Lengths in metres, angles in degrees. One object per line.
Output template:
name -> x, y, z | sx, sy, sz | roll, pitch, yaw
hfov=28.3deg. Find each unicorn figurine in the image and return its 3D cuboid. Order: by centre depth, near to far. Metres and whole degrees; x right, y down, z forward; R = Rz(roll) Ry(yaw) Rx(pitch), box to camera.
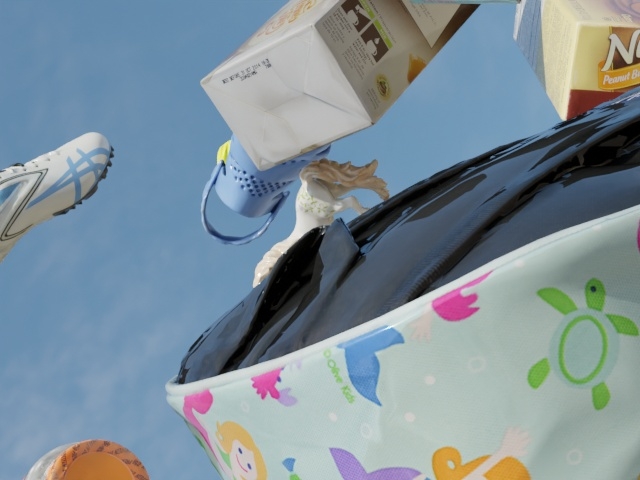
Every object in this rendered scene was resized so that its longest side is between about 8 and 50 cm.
unicorn figurine -> 0.000, 0.000, 1.117 | 0.060, 0.111, 0.161 | -99, 15, -76

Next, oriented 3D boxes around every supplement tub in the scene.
supplement tub -> -0.375, 0.420, 1.887 | 0.194, 0.193, 0.316 | -31, -9, -39

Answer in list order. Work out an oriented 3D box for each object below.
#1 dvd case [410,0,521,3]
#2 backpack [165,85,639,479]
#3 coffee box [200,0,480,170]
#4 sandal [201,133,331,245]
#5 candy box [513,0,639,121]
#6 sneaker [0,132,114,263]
dvd case -> 0.104, -0.211, 0.820 | 0.013, 0.087, 0.119 | 22, -100, -49
backpack -> 0.086, 0.048, 0.423 | 0.254, 0.225, 0.191 | -19, -92, -36
coffee box -> 0.029, -0.179, 1.092 | 0.098, 0.141, 0.246 | 56, -134, -17
sandal -> -0.072, -0.085, 1.564 | 0.317, 0.126, 0.138 | 124, 170, -65
candy box -> 0.282, -0.178, 1.115 | 0.316, 0.183, 0.087 | -87, 2, -69
sneaker -> -0.289, -0.048, 1.235 | 0.237, 0.085, 0.086 | -47, -68, -42
